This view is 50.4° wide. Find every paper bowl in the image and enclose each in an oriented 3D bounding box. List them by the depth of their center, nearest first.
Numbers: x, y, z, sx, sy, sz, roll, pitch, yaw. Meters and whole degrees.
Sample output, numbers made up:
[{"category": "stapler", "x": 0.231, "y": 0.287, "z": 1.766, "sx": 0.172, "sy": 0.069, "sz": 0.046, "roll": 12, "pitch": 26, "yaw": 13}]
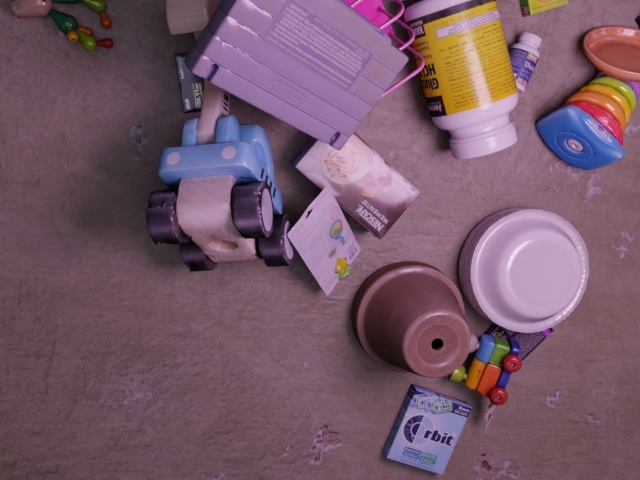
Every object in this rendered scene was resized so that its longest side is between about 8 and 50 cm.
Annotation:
[{"category": "paper bowl", "x": 0.472, "y": 0.069, "z": 1.547, "sx": 0.284, "sy": 0.148, "sz": 0.284, "roll": -1, "pitch": 95, "yaw": -9}]

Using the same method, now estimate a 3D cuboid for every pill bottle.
[{"category": "pill bottle", "x": 0.305, "y": -0.351, "z": 1.428, "sx": 0.188, "sy": 0.188, "sz": 0.333, "roll": -20, "pitch": 103, "yaw": -7}, {"category": "pill bottle", "x": 0.444, "y": -0.395, "z": 1.508, "sx": 0.067, "sy": 0.067, "sz": 0.120, "roll": 21, "pitch": 96, "yaw": -14}]

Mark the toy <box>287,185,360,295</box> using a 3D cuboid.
[{"category": "toy", "x": 0.000, "y": 0.000, "z": 1.458, "sx": 0.137, "sy": 0.056, "sz": 0.237, "roll": -53, "pitch": 139, "yaw": -18}]

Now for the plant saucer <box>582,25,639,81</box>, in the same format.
[{"category": "plant saucer", "x": 0.680, "y": -0.410, "z": 1.505, "sx": 0.200, "sy": 0.200, "sz": 0.037, "roll": -6, "pitch": 137, "yaw": -10}]

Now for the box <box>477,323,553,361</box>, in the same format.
[{"category": "box", "x": 0.471, "y": 0.233, "z": 1.654, "sx": 0.162, "sy": 0.029, "sz": 0.116, "roll": -44, "pitch": 104, "yaw": -1}]

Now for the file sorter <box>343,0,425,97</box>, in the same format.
[{"category": "file sorter", "x": 0.054, "y": -0.428, "z": 1.308, "sx": 0.202, "sy": 0.182, "sz": 0.290, "roll": -36, "pitch": 135, "yaw": -2}]

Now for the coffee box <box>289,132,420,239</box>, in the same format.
[{"category": "coffee box", "x": 0.074, "y": -0.136, "z": 1.471, "sx": 0.246, "sy": 0.098, "sz": 0.141, "roll": 41, "pitch": 91, "yaw": -15}]

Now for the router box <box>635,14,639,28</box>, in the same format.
[{"category": "router box", "x": 0.866, "y": -0.396, "z": 1.498, "sx": 0.081, "sy": 0.243, "sz": 0.309, "roll": -37, "pitch": 105, "yaw": -2}]

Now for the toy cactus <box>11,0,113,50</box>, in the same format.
[{"category": "toy cactus", "x": -0.503, "y": -0.464, "z": 1.308, "sx": 0.181, "sy": 0.112, "sz": 0.219, "roll": -14, "pitch": 112, "yaw": 2}]

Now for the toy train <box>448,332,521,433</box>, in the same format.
[{"category": "toy train", "x": 0.366, "y": 0.335, "z": 1.605, "sx": 0.143, "sy": 0.105, "sz": 0.248, "roll": 18, "pitch": 106, "yaw": 3}]

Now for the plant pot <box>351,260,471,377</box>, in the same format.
[{"category": "plant pot", "x": 0.222, "y": 0.195, "z": 1.497, "sx": 0.263, "sy": 0.229, "sz": 0.263, "roll": -2, "pitch": 102, "yaw": -11}]

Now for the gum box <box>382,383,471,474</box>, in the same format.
[{"category": "gum box", "x": 0.259, "y": 0.459, "z": 1.649, "sx": 0.157, "sy": 0.041, "sz": 0.184, "roll": 21, "pitch": 95, "yaw": -14}]

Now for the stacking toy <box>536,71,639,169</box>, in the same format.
[{"category": "stacking toy", "x": 0.654, "y": -0.321, "z": 1.537, "sx": 0.175, "sy": 0.166, "sz": 0.302, "roll": 41, "pitch": 76, "yaw": -6}]

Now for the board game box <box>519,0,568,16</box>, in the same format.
[{"category": "board game box", "x": 0.475, "y": -0.595, "z": 1.489, "sx": 0.092, "sy": 0.043, "sz": 0.181, "roll": -18, "pitch": 103, "yaw": -7}]

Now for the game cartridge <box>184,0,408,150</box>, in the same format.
[{"category": "game cartridge", "x": -0.029, "y": -0.318, "z": 1.180, "sx": 0.355, "sy": 0.068, "sz": 0.230, "roll": 22, "pitch": 110, "yaw": -41}]

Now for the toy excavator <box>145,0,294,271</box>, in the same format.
[{"category": "toy excavator", "x": -0.201, "y": -0.206, "z": 1.321, "sx": 0.222, "sy": 0.433, "sz": 0.445, "roll": -5, "pitch": 66, "yaw": 12}]

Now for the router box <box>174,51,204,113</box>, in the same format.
[{"category": "router box", "x": -0.246, "y": -0.329, "z": 1.405, "sx": 0.092, "sy": 0.038, "sz": 0.122, "roll": -10, "pitch": 102, "yaw": -8}]
